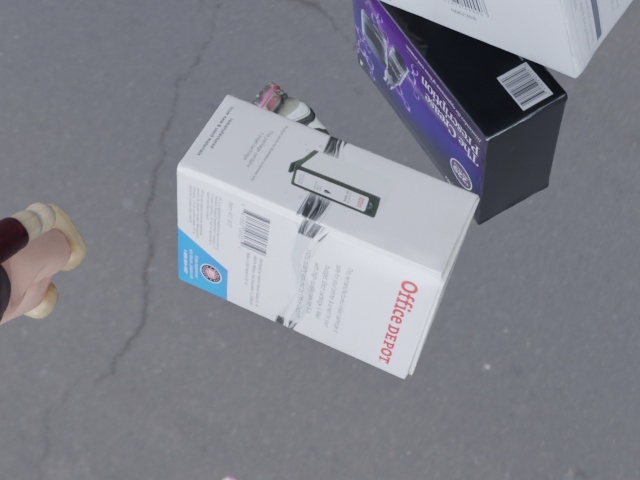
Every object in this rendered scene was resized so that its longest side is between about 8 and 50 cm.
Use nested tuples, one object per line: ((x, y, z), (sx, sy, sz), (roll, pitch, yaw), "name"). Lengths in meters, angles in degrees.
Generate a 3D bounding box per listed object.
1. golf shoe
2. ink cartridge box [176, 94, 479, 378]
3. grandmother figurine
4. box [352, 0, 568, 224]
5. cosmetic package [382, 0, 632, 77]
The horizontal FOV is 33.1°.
((-0.062, -0.053, 0.990), (0.086, 0.067, 0.186), (34, 77, -7), "golf shoe")
((0.000, 0.000, 0.807), (0.203, 0.086, 0.148), (23, 145, 8), "ink cartridge box")
((-0.312, 0.052, 0.946), (0.104, 0.342, 0.207), (24, 97, 1), "grandmother figurine")
((0.140, -0.175, 1.153), (0.103, 0.184, 0.261), (-30, 65, -7), "box")
((0.177, -0.295, 0.912), (0.224, 0.224, 0.138), (30, 165, 32), "cosmetic package")
